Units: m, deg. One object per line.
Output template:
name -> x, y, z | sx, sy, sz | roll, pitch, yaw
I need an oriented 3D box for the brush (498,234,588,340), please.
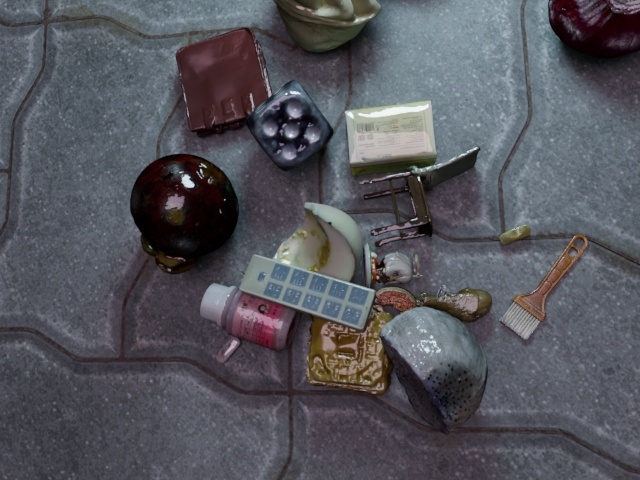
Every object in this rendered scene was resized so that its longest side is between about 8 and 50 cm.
brush -> 0.589, 0.110, 1.426 | 0.090, 0.017, 0.314 | 38, 88, 9

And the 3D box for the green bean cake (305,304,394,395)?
green bean cake -> 0.078, 0.275, 1.421 | 0.230, 0.131, 0.224 | 5, 81, 9

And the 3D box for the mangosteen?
mangosteen -> -0.364, -0.080, 1.476 | 0.311, 0.311, 0.311 | -1, 81, 9

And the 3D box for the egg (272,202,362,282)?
egg -> 0.013, 0.013, 1.458 | 0.206, 0.162, 0.271 | 31, 130, -1

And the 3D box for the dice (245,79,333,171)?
dice -> -0.082, -0.307, 1.481 | 0.181, 0.182, 0.183 | -36, 108, 7

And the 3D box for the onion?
onion -> 0.744, -0.591, 1.379 | 0.337, 0.282, 0.260 | 11, 104, 1

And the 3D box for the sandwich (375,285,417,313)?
sandwich -> 0.207, 0.158, 1.470 | 0.135, 0.029, 0.067 | 20, 91, 10

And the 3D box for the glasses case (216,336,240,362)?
glasses case -> -0.254, 0.302, 1.525 | 0.032, 0.021, 0.083 | 41, 89, 14

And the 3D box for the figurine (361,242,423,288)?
figurine -> 0.188, 0.067, 1.448 | 0.154, 0.132, 0.132 | -1, 81, -1

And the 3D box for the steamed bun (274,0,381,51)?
steamed bun -> -0.002, -0.716, 1.483 | 0.352, 0.247, 0.339 | -17, 78, 49

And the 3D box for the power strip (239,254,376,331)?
power strip -> -0.040, 0.128, 1.388 | 0.367, 0.043, 0.106 | 16, 73, 14

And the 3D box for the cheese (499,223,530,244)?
cheese -> 0.508, -0.018, 1.443 | 0.083, 0.044, 0.030 | -23, 63, 7

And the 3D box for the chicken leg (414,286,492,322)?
chicken leg -> 0.341, 0.164, 1.416 | 0.198, 0.069, 0.085 | 3, 108, -1

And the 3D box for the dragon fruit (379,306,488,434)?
dragon fruit -> 0.298, 0.296, 1.299 | 0.204, 0.221, 0.283 | -31, 106, -11

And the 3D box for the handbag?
handbag -> -0.279, -0.459, 1.612 | 0.260, 0.084, 0.275 | -16, 80, 6

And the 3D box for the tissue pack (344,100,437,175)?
tissue pack -> 0.187, -0.274, 1.490 | 0.234, 0.125, 0.159 | -6, 82, 7

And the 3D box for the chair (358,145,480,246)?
chair -> 0.275, -0.110, 1.439 | 0.319, 0.160, 0.186 | -14, 74, 7

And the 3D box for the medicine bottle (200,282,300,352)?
medicine bottle -> -0.187, 0.196, 1.469 | 0.247, 0.147, 0.147 | 17, 85, 10

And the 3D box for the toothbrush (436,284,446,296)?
toothbrush -> 0.273, 0.243, 1.449 | 0.019, 0.025, 0.275 | 23, 86, 10
